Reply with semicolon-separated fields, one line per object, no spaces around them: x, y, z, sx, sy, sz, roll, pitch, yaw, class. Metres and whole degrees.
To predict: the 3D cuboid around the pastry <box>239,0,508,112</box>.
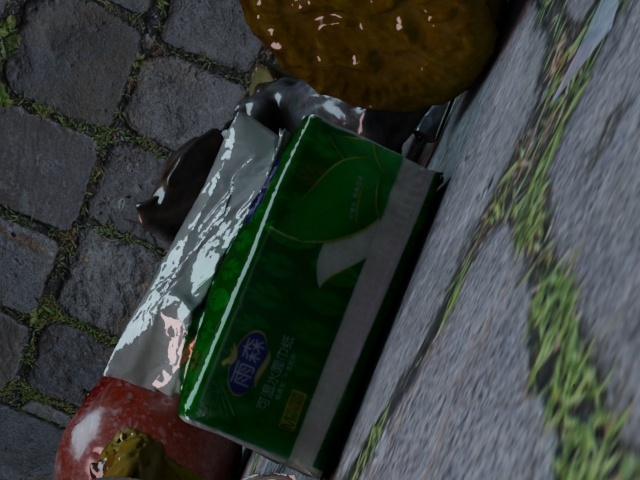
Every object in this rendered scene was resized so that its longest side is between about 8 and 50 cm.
0.037;-0.179;0.743;0.188;0.189;0.103;117;177;-58;pastry

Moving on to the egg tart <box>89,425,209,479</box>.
-0.167;0.326;0.932;0.351;0.153;0.339;122;170;-70;egg tart

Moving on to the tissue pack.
-0.033;0.031;0.741;0.148;0.156;0.209;143;151;-80;tissue pack

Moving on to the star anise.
-0.003;-0.086;0.980;0.359;0.139;0.316;-34;19;-23;star anise

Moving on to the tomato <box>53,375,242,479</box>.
-0.222;0.294;1.483;0.270;0.227;0.270;-57;-21;-36;tomato

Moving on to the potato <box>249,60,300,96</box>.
0.023;-0.163;1.499;0.255;0.112;0.269;-39;-27;-34;potato

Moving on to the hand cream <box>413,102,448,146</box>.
0.098;-0.113;0.863;0.093;0.019;0.030;-61;0;-9;hand cream

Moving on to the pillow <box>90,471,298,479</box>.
-0.110;0.209;0.730;0.233;0.038;0.130;-9;40;34;pillow
